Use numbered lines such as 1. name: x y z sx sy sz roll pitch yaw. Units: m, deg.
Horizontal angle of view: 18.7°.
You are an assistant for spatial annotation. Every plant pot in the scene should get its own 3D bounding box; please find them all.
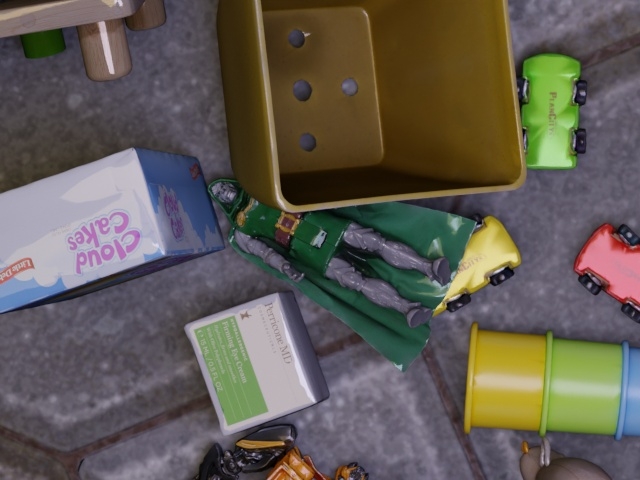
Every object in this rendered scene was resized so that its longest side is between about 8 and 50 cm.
1. plant pot: 0.019 -0.132 1.560 0.212 0.187 0.212 -6 90 -23

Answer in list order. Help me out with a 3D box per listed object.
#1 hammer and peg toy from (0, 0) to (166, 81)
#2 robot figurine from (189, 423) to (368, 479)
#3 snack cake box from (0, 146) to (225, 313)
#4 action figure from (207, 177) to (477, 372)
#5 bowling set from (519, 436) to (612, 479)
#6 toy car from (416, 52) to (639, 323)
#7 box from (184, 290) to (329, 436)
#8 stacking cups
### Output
1. hammer and peg toy: -0.308 -0.188 1.588 0.361 0.266 0.127 -8 108 6
2. robot figurine: -0.065 0.299 1.646 0.211 0.085 0.291 44 95 4
3. snack cake box: -0.179 -0.008 1.568 0.152 0.264 0.089 -17 89 7
4. action figure: 0.000 0.000 1.626 0.232 0.063 0.137 25 85 27
5. bowling set: 0.311 0.255 1.583 0.200 0.154 0.287 -27 97 -8
6. toy car: 0.193 -0.043 1.628 0.239 0.053 0.225 2 90 7
7. box: -0.052 0.103 1.635 0.087 0.102 0.101 -20 87 5
8. stacking cups: 0.277 0.123 1.596 0.316 0.096 0.096 3 91 7
